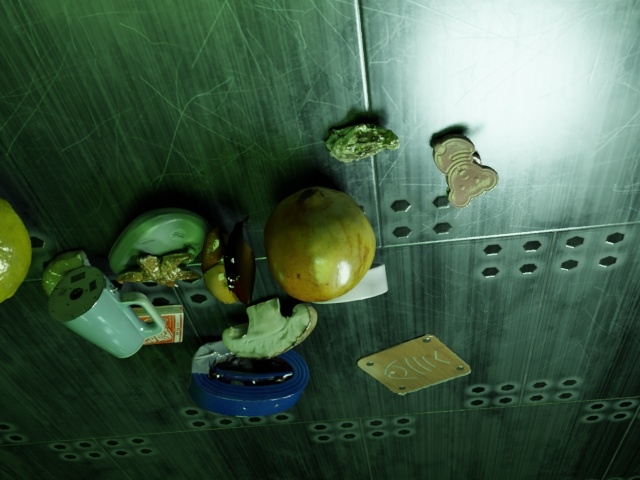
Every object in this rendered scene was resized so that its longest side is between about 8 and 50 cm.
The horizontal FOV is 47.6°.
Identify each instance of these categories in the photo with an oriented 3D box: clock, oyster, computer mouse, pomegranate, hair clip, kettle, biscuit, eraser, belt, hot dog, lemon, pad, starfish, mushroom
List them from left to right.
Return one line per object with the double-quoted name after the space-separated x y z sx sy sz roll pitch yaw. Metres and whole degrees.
-0.788 0.005 1.584 0.285 0.285 0.316 0 114 -2 "lemon"
-0.660 0.121 1.905 0.141 0.038 0.289 1 142 -3 "biscuit"
-0.527 0.185 1.844 0.211 0.160 0.243 -22 138 10 "kettle"
-0.505 0.243 2.041 0.230 0.038 0.157 -3 144 -14 "eraser"
-0.389 0.008 1.733 0.197 0.095 0.331 12 150 -31 "computer mouse"
-0.388 0.077 1.733 0.241 0.043 0.227 -12 155 23 "starfish"
-0.228 0.046 1.719 0.107 0.194 0.326 3 147 3 "hot dog"
-0.213 0.401 2.140 0.347 0.212 0.117 5 142 -14 "belt"
-0.124 0.251 2.040 0.286 0.156 0.151 -18 167 21 "mushroom"
0.000 0.000 1.610 0.264 0.264 0.264 -1 142 -1 "pomegranate"
0.066 0.104 1.799 0.197 0.068 0.197 -9 -176 1 "clock"
0.085 -0.207 1.514 0.166 0.053 0.108 -21 128 33 "oyster"
0.299 0.401 2.317 0.284 0.018 0.286 -25 135 27 "pad"
0.301 -0.154 1.547 0.123 0.102 0.138 -28 134 25 "hair clip"
